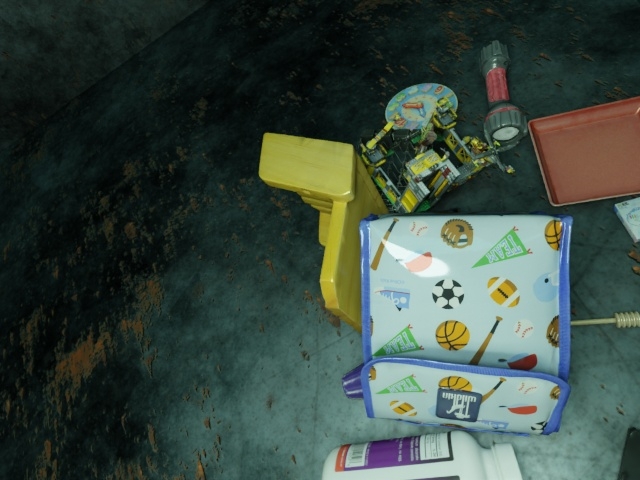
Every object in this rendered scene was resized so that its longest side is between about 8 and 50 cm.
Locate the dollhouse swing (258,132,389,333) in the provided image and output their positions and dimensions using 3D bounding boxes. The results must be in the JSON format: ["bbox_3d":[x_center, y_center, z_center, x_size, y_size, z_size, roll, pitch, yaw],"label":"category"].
[{"bbox_3d":[0.000,0.000,0.940,0.315,0.347,0.304,16,73,30],"label":"dollhouse swing"}]

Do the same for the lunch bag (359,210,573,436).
[{"bbox_3d":[0.236,0.144,0.728,0.328,0.239,0.385,1,97,14],"label":"lunch bag"}]

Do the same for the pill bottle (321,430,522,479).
[{"bbox_3d":[0.175,0.434,0.715,0.323,0.181,0.181,-14,58,15],"label":"pill bottle"}]

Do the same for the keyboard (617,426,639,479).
[{"bbox_3d":[0.534,0.402,0.659,0.108,0.023,0.180,15,59,36],"label":"keyboard"}]

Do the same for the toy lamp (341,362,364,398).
[{"bbox_3d":[0.179,0.267,0.872,0.275,0.080,0.080,-23,56,10],"label":"toy lamp"}]

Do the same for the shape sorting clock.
[{"bbox_3d":[0.292,-0.388,1.219,0.206,0.040,0.206,-10,59,18],"label":"shape sorting clock"}]

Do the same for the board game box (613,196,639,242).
[{"bbox_3d":[0.681,-0.049,0.869,0.090,0.020,0.090,-17,56,13],"label":"board game box"}]

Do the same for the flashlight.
[{"bbox_3d":[0.471,-0.393,1.100,0.103,0.103,0.303,-27,52,50],"label":"flashlight"}]

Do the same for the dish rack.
[{"bbox_3d":[0.177,-0.189,1.140,0.208,0.074,0.271,6,67,28],"label":"dish rack"}]

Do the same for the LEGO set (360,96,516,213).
[{"bbox_3d":[0.261,-0.210,0.975,0.331,0.192,0.254,-22,74,-11],"label":"LEGO set"}]

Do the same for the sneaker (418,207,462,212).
[{"bbox_3d":[0.294,0.039,0.888,0.127,0.182,0.315,-42,54,-1],"label":"sneaker"}]

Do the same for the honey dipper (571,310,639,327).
[{"bbox_3d":[0.525,0.160,0.813,0.161,0.030,0.030,-10,59,21],"label":"honey dipper"}]

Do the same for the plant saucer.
[{"bbox_3d":[0.639,-0.195,0.955,0.259,0.047,0.259,-9,58,19],"label":"plant saucer"}]
